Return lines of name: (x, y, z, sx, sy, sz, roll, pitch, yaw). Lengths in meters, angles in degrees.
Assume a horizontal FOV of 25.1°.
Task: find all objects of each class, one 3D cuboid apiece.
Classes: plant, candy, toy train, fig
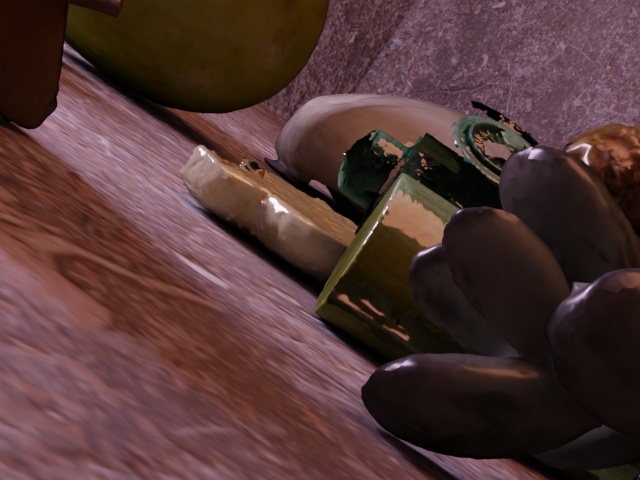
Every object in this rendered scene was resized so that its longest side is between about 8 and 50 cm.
plant: (0.159, 0.077, 0.607, 0.274, 0.146, 0.149, 34, -24, -1)
candy: (0.125, -0.066, 1.696, 0.386, 0.186, 0.427, 27, 1, -29)
toy train: (0.137, 0.043, 0.816, 0.307, 0.126, 0.189, 34, 24, -2)
fig: (-0.152, -0.268, 1.383, 0.326, 0.258, 0.258, 23, 9, -30)

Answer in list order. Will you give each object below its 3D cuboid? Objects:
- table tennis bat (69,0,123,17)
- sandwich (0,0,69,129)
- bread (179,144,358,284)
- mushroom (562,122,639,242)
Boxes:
table tennis bat: (-0.266, -0.186, 1.261, 0.170, 0.119, 0.107, 14, 39, -8)
sandwich: (-0.180, -0.176, 0.673, 0.108, 0.186, 0.220, 40, 7, 36)
bread: (0.000, 0.000, 0.982, 0.182, 0.039, 0.251, 35, 5, 8)
mushroom: (0.300, 0.071, 1.132, 0.345, 0.239, 0.345, 31, 14, -8)
